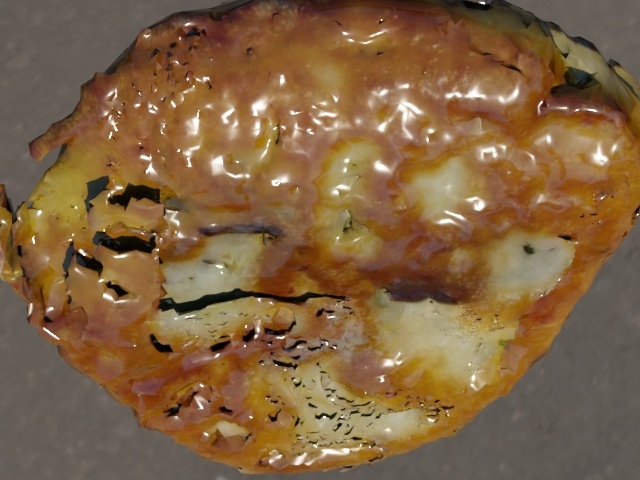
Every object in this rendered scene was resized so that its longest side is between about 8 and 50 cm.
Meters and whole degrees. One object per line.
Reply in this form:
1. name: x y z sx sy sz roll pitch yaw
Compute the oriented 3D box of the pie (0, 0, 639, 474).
1. pie: 0.000 0.001 0.898 0.308 0.085 0.308 -5 135 -5
